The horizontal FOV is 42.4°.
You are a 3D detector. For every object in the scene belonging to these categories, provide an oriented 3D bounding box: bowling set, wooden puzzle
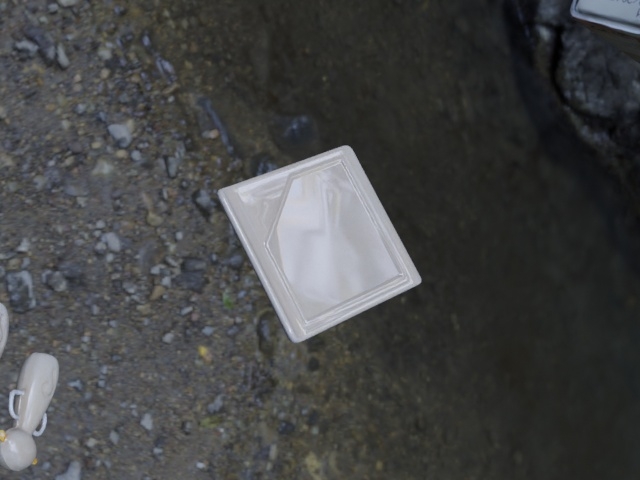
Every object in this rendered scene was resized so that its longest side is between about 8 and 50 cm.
[{"bbox_3d":[-0.397,0.129,0.785,0.287,0.199,0.154,68,21,-48],"label":"bowling set"},{"bbox_3d":[0.000,0.000,1.102,0.238,0.044,0.221,-22,80,-34],"label":"wooden puzzle"}]

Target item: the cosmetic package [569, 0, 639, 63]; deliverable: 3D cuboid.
[{"bbox_3d":[0.341,-0.198,0.668,0.296,0.129,0.153,9,105,-50],"label":"cosmetic package"}]
